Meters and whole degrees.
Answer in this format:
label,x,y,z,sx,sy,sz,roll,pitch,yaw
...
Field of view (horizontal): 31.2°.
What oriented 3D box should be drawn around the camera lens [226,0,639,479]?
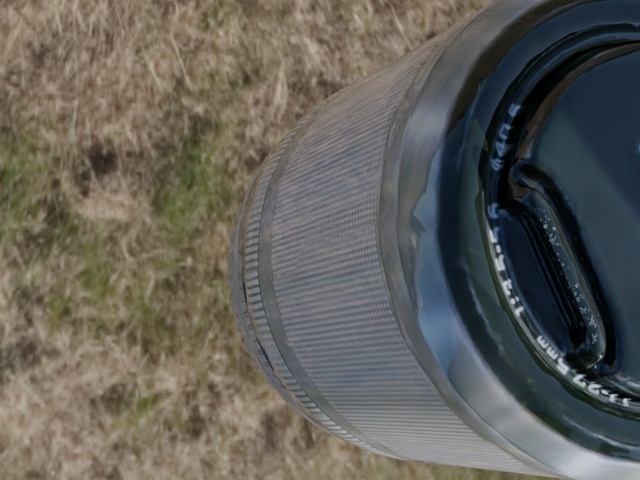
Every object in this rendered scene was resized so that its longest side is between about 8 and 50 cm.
label,x,y,z,sx,sy,sz,roll,pitch,yaw
camera lens,0.088,0.005,0.580,0.219,0.274,0.219,3,82,-24
